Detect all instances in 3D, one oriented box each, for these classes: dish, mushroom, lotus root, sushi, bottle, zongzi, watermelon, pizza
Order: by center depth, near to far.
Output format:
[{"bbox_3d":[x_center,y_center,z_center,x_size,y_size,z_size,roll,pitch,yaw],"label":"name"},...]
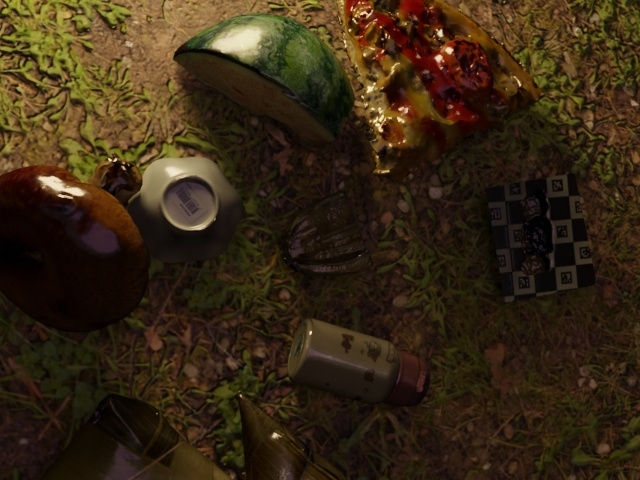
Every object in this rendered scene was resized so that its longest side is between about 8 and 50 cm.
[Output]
[{"bbox_3d":[-0.260,0.417,1.005,0.317,0.154,0.289,36,77,7],"label":"zongzi"},{"bbox_3d":[-0.359,0.013,1.042,0.254,0.267,0.267,-9,84,-47],"label":"mushroom"},{"bbox_3d":[-0.103,0.392,1.102,0.242,0.112,0.221,40,75,1],"label":"zongzi"},{"bbox_3d":[-0.215,-0.055,1.149,0.190,0.066,0.191,2,82,-16],"label":"dish"},{"bbox_3d":[0.069,0.210,1.171,0.233,0.110,0.110,18,78,-13],"label":"bottle"},{"bbox_3d":[-0.088,-0.283,1.185,0.305,0.224,0.180,31,120,-7],"label":"watermelon"},{"bbox_3d":[-0.002,-0.001,1.201,0.144,0.070,0.143,-16,93,-21],"label":"lotus root"},{"bbox_3d":[0.199,-0.261,1.223,0.439,0.130,0.406,27,57,-12],"label":"pizza"},{"bbox_3d":[0.400,-0.006,1.323,0.192,0.050,0.215,-10,90,-13],"label":"sushi"}]
